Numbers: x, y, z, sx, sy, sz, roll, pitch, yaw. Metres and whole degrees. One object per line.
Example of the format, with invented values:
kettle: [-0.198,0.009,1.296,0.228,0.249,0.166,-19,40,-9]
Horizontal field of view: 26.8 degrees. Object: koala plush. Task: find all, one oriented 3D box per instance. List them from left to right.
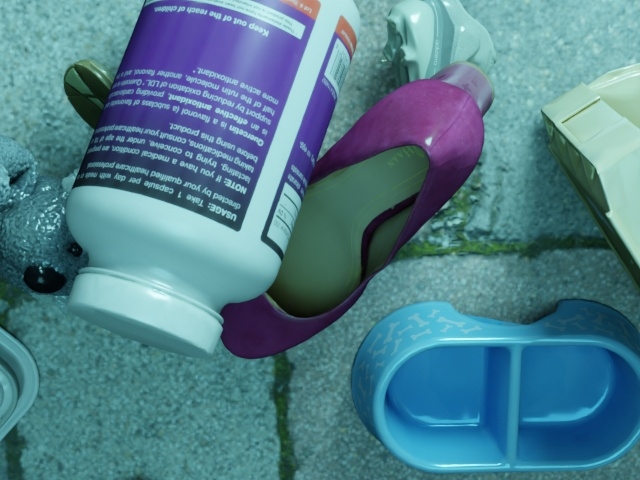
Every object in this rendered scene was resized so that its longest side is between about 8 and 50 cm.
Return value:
koala plush: [-0.272,-0.017,1.189,0.221,0.203,0.196,16,121,-26]

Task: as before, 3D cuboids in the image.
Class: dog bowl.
dog bowl: [0.180,0.147,1.296,0.297,0.074,0.166,0,106,-2]

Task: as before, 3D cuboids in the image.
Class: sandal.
sandal: [-0.163,-0.096,1.218,0.072,0.049,0.180,-15,121,36]

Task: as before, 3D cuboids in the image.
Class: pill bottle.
pill bottle: [-0.095,-0.075,1.108,0.181,0.181,0.323,21,76,-9]

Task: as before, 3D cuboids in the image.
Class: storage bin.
storage bin: [0.318,-0.012,1.163,0.123,0.262,0.260,-32,105,8]

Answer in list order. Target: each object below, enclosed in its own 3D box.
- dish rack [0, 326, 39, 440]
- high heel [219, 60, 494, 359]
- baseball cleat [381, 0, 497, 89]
dish rack: [-0.466,0.133,1.260,0.333,0.072,0.285,41,99,-14]
high heel: [0.000,0.000,1.151,0.127,0.181,0.377,38,120,1]
baseball cleat: [0.114,-0.123,1.220,0.109,0.072,0.206,-18,121,-20]
